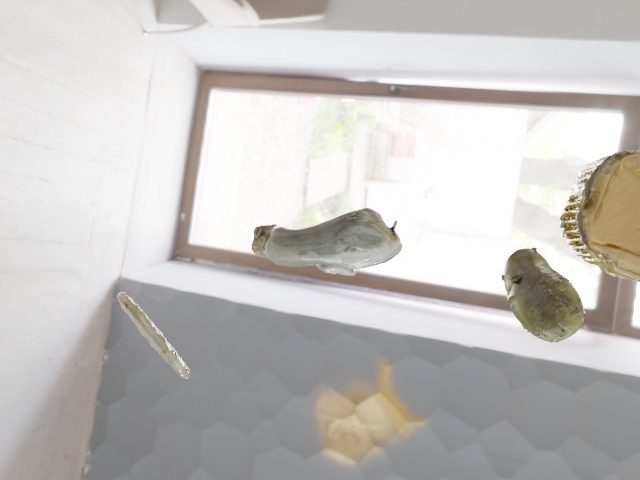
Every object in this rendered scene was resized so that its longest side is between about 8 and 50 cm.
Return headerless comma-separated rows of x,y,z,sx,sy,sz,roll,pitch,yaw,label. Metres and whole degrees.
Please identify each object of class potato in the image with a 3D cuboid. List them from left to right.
0.404,0.096,1.031,0.090,0.117,0.225,48,18,-31,potato

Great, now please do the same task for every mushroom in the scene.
0.000,0.002,0.871,0.099,0.278,0.096,54,45,-37,mushroom

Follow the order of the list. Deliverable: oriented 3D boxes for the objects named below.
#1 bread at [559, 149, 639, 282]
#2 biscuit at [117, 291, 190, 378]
0.353,-0.018,0.582,0.114,0.190,0.132,-6,117,-81,bread
-0.223,0.127,0.740,0.020,0.152,0.152,-40,146,-21,biscuit
